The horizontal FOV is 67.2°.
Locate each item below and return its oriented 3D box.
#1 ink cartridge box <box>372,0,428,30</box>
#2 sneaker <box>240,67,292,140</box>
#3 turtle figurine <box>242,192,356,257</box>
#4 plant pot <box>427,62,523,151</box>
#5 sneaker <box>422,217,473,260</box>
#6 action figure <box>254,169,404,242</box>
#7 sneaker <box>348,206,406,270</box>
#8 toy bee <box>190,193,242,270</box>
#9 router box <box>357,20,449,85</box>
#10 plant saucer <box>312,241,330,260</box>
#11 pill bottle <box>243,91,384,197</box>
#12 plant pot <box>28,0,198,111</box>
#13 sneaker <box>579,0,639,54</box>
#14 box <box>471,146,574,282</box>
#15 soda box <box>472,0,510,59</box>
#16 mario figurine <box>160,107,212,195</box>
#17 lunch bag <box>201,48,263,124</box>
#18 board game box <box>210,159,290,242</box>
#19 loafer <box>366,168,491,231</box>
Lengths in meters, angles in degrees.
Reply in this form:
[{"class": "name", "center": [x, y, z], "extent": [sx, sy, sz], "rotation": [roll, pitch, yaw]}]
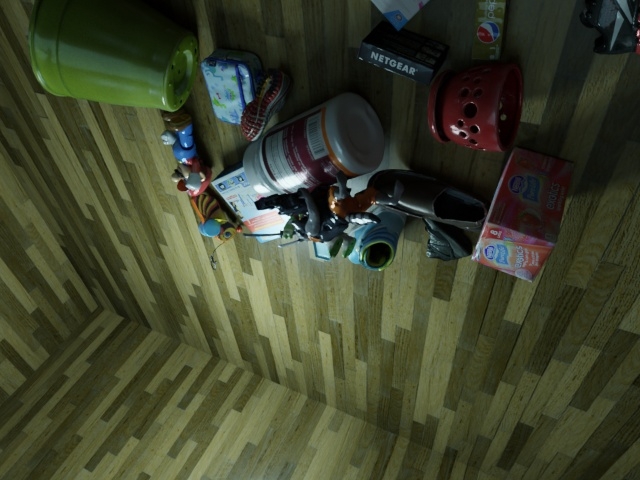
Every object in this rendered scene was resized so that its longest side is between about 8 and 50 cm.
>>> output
[{"class": "ink cartridge box", "center": [0.203, -0.560, 1.036], "extent": [0.104, 0.062, 0.181], "rotation": [44, 141, -13]}, {"class": "sneaker", "center": [-0.152, -0.383, 1.398], "extent": [0.088, 0.092, 0.225], "rotation": [48, 118, 21]}, {"class": "turtle figurine", "center": [-0.042, -0.010, 1.541], "extent": [0.266, 0.275, 0.198], "rotation": [34, 163, 29]}, {"class": "plant pot", "center": [0.353, -0.303, 1.106], "extent": [0.174, 0.191, 0.191], "rotation": [11, 137, 37]}, {"class": "sneaker", "center": [0.350, -0.017, 1.484], "extent": [0.227, 0.087, 0.130], "rotation": [42, 135, -19]}, {"class": "action figure", "center": [0.010, -0.071, 1.288], "extent": [0.330, 0.341, 0.179], "rotation": [-31, 73, 53]}, {"class": "sneaker", "center": [0.152, 0.034, 1.574], "extent": [0.127, 0.208, 0.319], "rotation": [26, 142, -7]}, {"class": "toy bee", "center": [-0.410, -0.059, 1.958], "extent": [0.195, 0.162, 0.298], "rotation": [38, 141, 50]}, {"class": "router box", "center": [0.193, -0.437, 1.116], "extent": [0.178, 0.133, 0.046], "rotation": [26, 140, 11]}, {"class": "plant saucer", "center": [0.000, 0.000, 1.806], "extent": [0.067, 0.018, 0.192], "rotation": [14, 137, 24]}, {"class": "pill bottle", "center": [-0.032, -0.255, 1.394], "extent": [0.392, 0.224, 0.224], "rotation": [-12, 123, 42]}, {"class": "plant pot", "center": [-0.561, -0.545, 1.404], "extent": [0.352, 0.366, 0.366], "rotation": [19, 141, -1]}, {"class": "sneaker", "center": [0.541, -0.461, 0.872], "extent": [0.135, 0.098, 0.276], "rotation": [-1, 131, 33]}, {"class": "box", "center": [0.487, -0.071, 1.158], "extent": [0.154, 0.300, 0.142], "rotation": [22, 142, 17]}, {"class": "soda box", "center": [0.361, -0.479, 1.013], "extent": [0.061, 0.058, 0.181], "rotation": [13, 137, 24]}, {"class": "mario figurine", "center": [-0.499, -0.292, 1.716], "extent": [0.170, 0.198, 0.321], "rotation": [0, 129, 7]}, {"class": "lunch bag", "center": [-0.251, -0.456, 1.448], "extent": [0.176, 0.090, 0.219], "rotation": [16, 140, 17]}, {"class": "board game box", "center": [-0.191, -0.154, 1.724], "extent": [0.308, 0.086, 0.302], "rotation": [-14, 122, 43]}, {"class": "loafer", "center": [0.306, -0.124, 1.341], "extent": [0.365, 0.134, 0.130], "rotation": [14, -179, 11]}]
